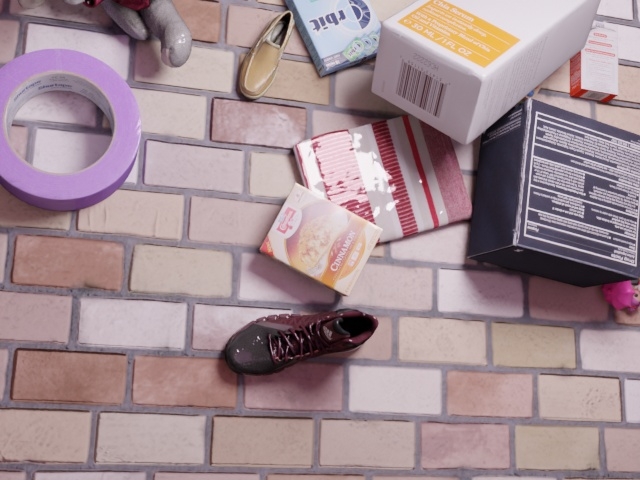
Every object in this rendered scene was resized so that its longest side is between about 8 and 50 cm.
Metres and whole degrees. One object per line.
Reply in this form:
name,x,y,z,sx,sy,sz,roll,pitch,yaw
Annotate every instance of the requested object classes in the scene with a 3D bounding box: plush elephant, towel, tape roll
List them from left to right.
tape roll,-0.459,-0.195,1.501,0.274,0.090,0.275,3,78,-16
plush elephant,-0.394,-0.486,1.495,0.255,0.272,0.330,-19,55,-32
towel,0.125,-0.118,1.679,0.328,0.037,0.237,-15,85,-16

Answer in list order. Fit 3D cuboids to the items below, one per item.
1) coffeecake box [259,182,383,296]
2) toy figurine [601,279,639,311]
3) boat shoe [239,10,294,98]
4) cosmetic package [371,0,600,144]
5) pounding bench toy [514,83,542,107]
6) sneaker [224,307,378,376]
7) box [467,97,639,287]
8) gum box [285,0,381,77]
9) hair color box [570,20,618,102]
coffeecake box,0.000,0.000,1.577,0.185,0.068,0.142,28,84,-2
toy figurine,0.663,0.085,1.766,0.159,0.130,0.173,-44,117,-6
boat shoe,-0.103,-0.366,1.645,0.068,0.072,0.190,23,74,-10
cosmetic package,0.328,-0.393,1.630,0.230,0.162,0.453,34,52,23
pounding bench toy,0.434,-0.331,1.793,0.052,0.065,0.083,35,71,-6
sneaker,-0.026,0.167,1.507,0.281,0.162,0.107,-14,83,-18
box,0.469,-0.083,1.680,0.296,0.182,0.294,14,74,-19
gum box,0.035,-0.443,1.716,0.156,0.041,0.185,-23,87,-20
hair color box,0.601,-0.395,1.861,0.093,0.053,0.167,7,78,-13
